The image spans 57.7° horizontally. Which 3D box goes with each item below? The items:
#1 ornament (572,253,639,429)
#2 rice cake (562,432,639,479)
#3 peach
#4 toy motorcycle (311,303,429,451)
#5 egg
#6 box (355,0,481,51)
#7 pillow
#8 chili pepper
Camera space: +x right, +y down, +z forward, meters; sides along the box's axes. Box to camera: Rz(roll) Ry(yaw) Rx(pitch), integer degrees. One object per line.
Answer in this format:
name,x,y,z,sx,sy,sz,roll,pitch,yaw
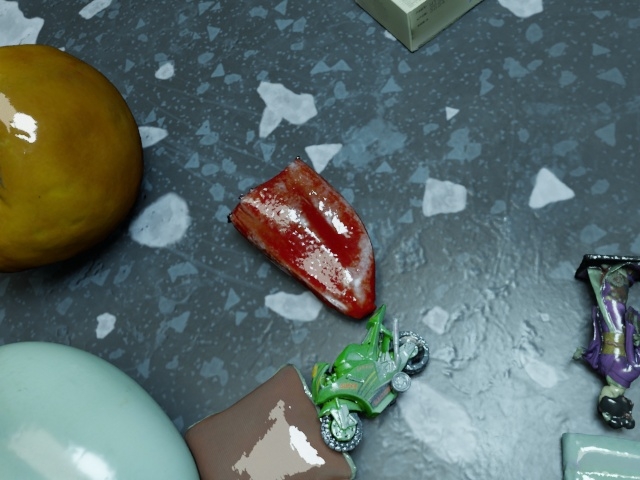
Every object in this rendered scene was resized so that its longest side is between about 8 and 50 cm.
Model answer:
ornament,0.343,0.118,0.695,0.081,0.088,0.203,9,72,19
rice cake,0.389,0.267,0.645,0.222,0.042,0.080,2,67,14
peach,-0.434,-0.124,0.877,0.343,0.302,0.342,2,101,12
toy motorcycle,0.054,0.171,0.737,0.106,0.074,0.190,42,62,14
egg,-0.310,0.266,0.721,0.371,0.230,0.230,27,77,15
box,0.180,-0.447,0.964,0.212,0.095,0.168,-37,66,-3
pillow,-0.067,0.270,0.741,0.179,0.075,0.171,-33,64,0
chili pepper,0.000,0.000,0.831,0.253,0.136,0.144,44,39,15
